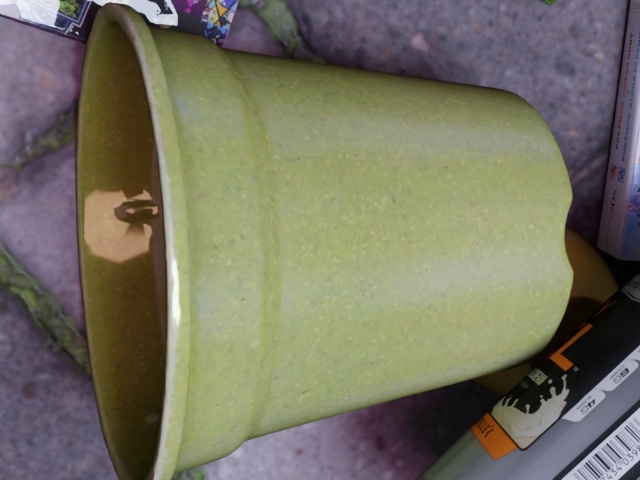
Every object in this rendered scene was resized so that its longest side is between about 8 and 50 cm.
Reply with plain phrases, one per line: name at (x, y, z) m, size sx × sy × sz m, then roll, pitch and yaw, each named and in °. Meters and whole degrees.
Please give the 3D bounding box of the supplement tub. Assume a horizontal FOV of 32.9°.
supplement tub at (0.216, 0.124, 0.635) m, size 0.316 × 0.193 × 0.193 m, roll -43°, pitch 105°, yaw 1°

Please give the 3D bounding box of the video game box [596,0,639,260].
video game box at (0.313, -0.075, 0.783) m, size 0.205 × 0.048 × 0.187 m, roll 3°, pitch 99°, yaw -10°

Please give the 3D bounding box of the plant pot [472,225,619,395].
plant pot at (0.159, 0.059, 0.759) m, size 0.134 × 0.095 × 0.134 m, roll -2°, pitch 102°, yaw -9°

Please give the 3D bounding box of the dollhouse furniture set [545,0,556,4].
dollhouse furniture set at (0.217, -0.218, 0.749) m, size 0.151 × 0.058 × 0.076 m, roll -37°, pitch 98°, yaw -20°

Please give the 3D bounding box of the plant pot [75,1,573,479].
plant pot at (0.000, 0.000, 0.654) m, size 0.254 × 0.276 × 0.276 m, roll -3°, pitch 102°, yaw -21°

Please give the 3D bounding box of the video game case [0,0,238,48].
video game case at (-0.131, -0.237, 0.660) m, size 0.210 × 0.042 × 0.232 m, roll 15°, pitch 99°, yaw -22°
